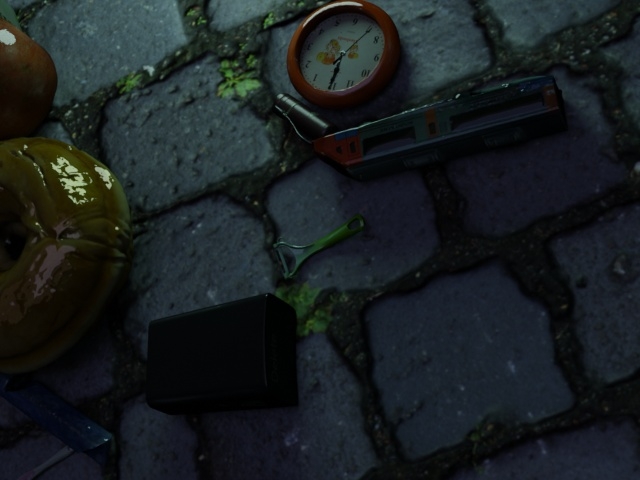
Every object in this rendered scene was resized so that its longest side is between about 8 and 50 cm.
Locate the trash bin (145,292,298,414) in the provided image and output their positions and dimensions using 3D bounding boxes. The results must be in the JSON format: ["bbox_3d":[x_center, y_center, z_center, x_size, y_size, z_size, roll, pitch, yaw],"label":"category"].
[{"bbox_3d":[-0.161,0.190,1.790,0.225,0.115,0.165,-10,67,21],"label":"trash bin"}]

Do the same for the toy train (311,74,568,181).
[{"bbox_3d":[0.187,-0.168,1.787,0.409,0.086,0.089,-14,69,18],"label":"toy train"}]

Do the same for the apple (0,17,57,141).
[{"bbox_3d":[-0.617,-0.290,2.074,0.253,0.253,0.254,-8,69,20],"label":"apple"}]

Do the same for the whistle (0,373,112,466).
[{"bbox_3d":[-0.469,0.289,1.912,0.304,0.062,0.062,28,84,28],"label":"whistle"}]

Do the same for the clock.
[{"bbox_3d":[0.039,-0.322,1.925,0.205,0.051,0.205,-7,69,19],"label":"clock"}]

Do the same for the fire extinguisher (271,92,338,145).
[{"bbox_3d":[-0.021,-0.197,1.904,0.157,0.045,0.078,37,50,28],"label":"fire extinguisher"}]

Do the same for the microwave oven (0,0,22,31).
[{"bbox_3d":[-0.716,-0.406,2.211,0.205,0.163,0.129,-30,65,7],"label":"microwave oven"}]

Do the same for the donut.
[{"bbox_3d":[-0.531,0.017,1.960,0.448,0.198,0.449,-8,69,21],"label":"donut"}]

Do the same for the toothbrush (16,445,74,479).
[{"bbox_3d":[-0.503,0.408,1.907,0.204,0.022,0.017,-34,65,5],"label":"toothbrush"}]

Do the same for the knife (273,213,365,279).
[{"bbox_3d":[0.001,0.001,1.839,0.166,0.022,0.078,-27,70,14],"label":"knife"}]
